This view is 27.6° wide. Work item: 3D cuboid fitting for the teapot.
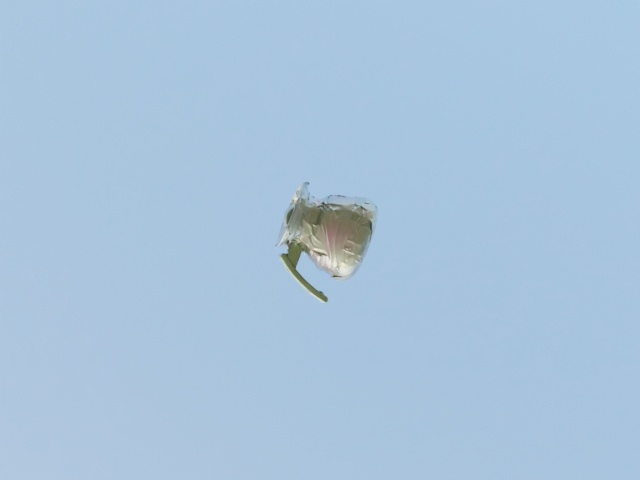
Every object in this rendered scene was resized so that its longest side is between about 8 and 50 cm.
[{"bbox_3d":[0.000,0.000,0.949,0.064,0.064,0.083,22,-92,-7],"label":"teapot"}]
